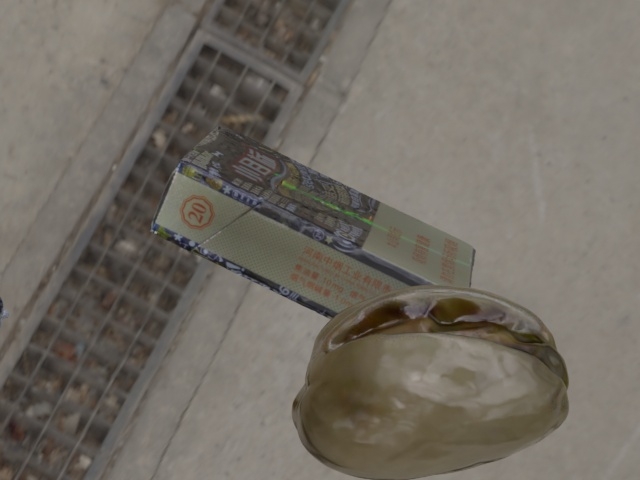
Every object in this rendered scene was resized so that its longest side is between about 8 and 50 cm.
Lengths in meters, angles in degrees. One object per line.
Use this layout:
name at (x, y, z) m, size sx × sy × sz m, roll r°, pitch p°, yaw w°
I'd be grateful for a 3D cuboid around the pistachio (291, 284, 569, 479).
pistachio at (0.057, 0.079, 0.797) m, size 0.149 × 0.113 × 0.113 m, roll 1°, pitch 60°, yaw 11°

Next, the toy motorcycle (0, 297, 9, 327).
toy motorcycle at (-0.410, 0.051, 1.344) m, size 0.260 × 0.110 × 0.171 m, roll -7°, pitch 33°, yaw -1°

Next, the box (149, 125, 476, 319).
box at (0.000, 0.000, 1.517) m, size 0.310 × 0.084 × 0.198 m, roll 26°, pitch 17°, yaw 1°
